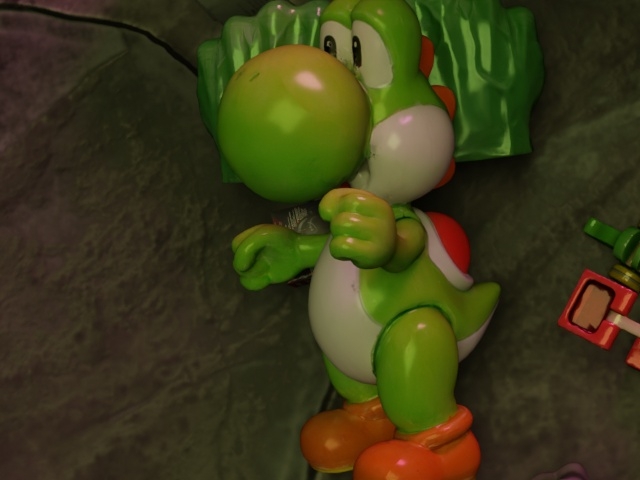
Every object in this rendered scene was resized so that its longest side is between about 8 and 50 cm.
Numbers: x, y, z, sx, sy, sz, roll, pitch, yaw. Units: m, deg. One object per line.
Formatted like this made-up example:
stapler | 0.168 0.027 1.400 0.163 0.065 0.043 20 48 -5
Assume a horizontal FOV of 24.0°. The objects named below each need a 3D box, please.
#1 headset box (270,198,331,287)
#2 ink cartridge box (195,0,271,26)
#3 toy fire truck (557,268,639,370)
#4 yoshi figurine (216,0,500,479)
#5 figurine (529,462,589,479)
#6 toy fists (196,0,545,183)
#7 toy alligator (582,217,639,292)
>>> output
headset box | 0.000 0.000 1.227 0.083 0.032 0.062 -16 79 11
ink cartridge box | -0.045 -0.276 1.225 0.176 0.127 0.128 -29 79 8
toy fire truck | 0.272 0.088 1.101 0.192 0.135 0.047 27 89 15
yoshi figurine | 0.009 0.006 1.091 0.204 0.203 0.362 -2 100 18
figurine | 0.121 0.228 1.078 0.215 0.209 0.092 -22 79 9
toy fists | 0.038 -0.129 1.204 0.279 0.096 0.142 -4 97 12
toy alligator | 0.284 0.033 1.148 0.190 0.051 0.056 33 91 15
